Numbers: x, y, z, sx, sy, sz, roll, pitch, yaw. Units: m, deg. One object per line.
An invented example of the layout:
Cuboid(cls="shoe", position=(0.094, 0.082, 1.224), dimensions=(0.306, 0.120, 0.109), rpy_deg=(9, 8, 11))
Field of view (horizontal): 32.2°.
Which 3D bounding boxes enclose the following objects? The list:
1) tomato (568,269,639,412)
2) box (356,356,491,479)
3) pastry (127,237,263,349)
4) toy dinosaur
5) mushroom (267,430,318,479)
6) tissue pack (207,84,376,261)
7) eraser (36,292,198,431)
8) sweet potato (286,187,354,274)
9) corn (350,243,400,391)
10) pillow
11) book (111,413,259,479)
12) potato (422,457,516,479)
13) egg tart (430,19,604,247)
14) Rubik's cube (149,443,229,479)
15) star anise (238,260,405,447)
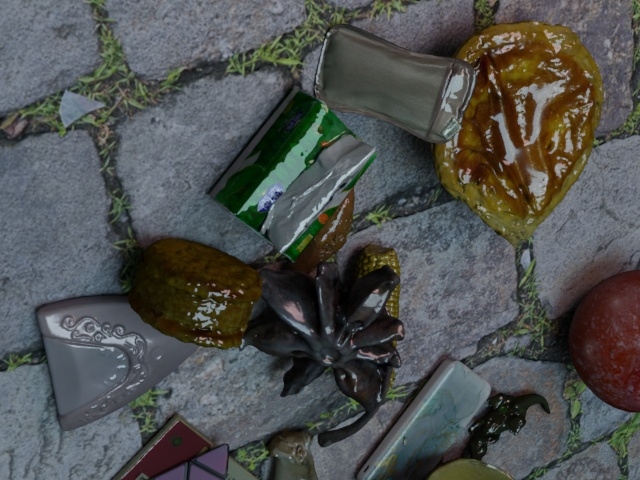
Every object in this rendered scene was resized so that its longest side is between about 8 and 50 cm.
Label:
Cuboid(cls="tomato", position=(0.585, 0.177, 2.062), dimensions=(0.270, 0.227, 0.270), rpy_deg=(-32, 142, -29))
Cuboid(cls="box", position=(0.189, 0.349, 2.007), dimensions=(0.285, 0.044, 0.142), rpy_deg=(-53, 132, 0))
Cuboid(cls="pastry", position=(-0.175, 0.072, 1.561), dimensions=(0.189, 0.189, 0.103), rpy_deg=(12, 106, -35))
Cuboid(cls="toy dinosaur", position=(0.344, 0.347, 2.120), dimensions=(0.187, 0.087, 0.179), rpy_deg=(-39, 165, 7))
Cuboid(cls="mushroom", position=(-0.040, 0.431, 1.868), dimensions=(0.116, 0.093, 0.225), rpy_deg=(3, 113, -19))
Cuboid(cls="tissue pack", position=(-0.027, -0.088, 1.603), dimensions=(0.209, 0.156, 0.148), rpy_deg=(-51, 125, -2))
Cuboid(cls="eraser", position=(-0.277, 0.160, 1.615), dimensions=(0.243, 0.059, 0.204), rpy_deg=(-16, 119, -21))
Cuboid(cls="sweet potato", position=(0.000, 0.000, 1.722), dimensions=(0.068, 0.060, 0.206), rpy_deg=(37, 101, -3))
Cuboid(cls="corn", position=(0.085, 0.135, 1.815), dimensions=(0.091, 0.091, 0.260), rpy_deg=(-20, 120, -54))
Cuboid(cls="pillow", position=(0.106, -0.228, 1.621), dimensions=(0.233, 0.038, 0.130), rpy_deg=(18, 108, 6))
Cuboid(cls="book", position=(-0.215, 0.396, 1.785), dimensions=(0.162, 0.022, 0.232), rpy_deg=(-45, 128, -3))
Cuboid(cls="potato", position=(0.200, 0.524, 2.038), dimensions=(0.269, 0.112, 0.255), rpy_deg=(-6, 139, -43))
Cuboid(cls="egg tart", position=(0.298, -0.191, 1.762), dimensions=(0.351, 0.153, 0.339), rpy_deg=(27, 95, -37))
Cuboid(cls="Rubik's cube", position=(-0.238, 0.398, 1.735), dimensions=(0.178, 0.211, 0.190), rpy_deg=(15, 73, -14))
Cuboid(cls="star anise", position=(0.010, 0.148, 1.725), dimensions=(0.316, 0.139, 0.359), rpy_deg=(40, 122, -12))
